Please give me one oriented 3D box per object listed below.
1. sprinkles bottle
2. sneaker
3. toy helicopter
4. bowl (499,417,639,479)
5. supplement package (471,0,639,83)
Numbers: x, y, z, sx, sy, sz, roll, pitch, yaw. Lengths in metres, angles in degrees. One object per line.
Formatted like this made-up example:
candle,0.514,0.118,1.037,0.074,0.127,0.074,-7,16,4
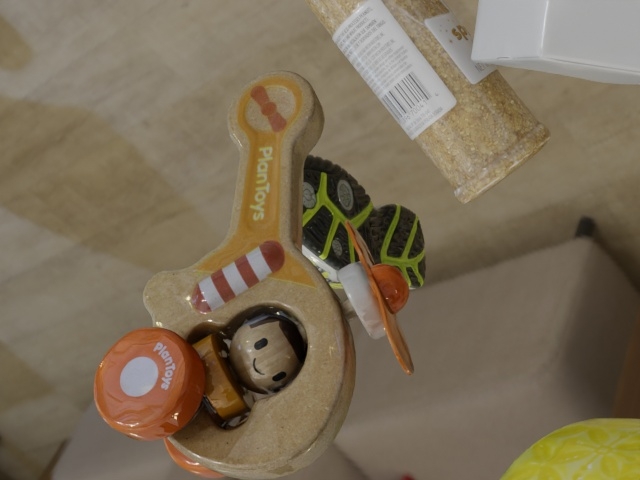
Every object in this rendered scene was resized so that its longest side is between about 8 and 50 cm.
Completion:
sprinkles bottle,0.085,-0.208,1.265,0.355,0.121,0.121,52,138,1
sneaker,0.000,0.000,1.545,0.147,0.145,0.385,-10,159,27
toy helicopter,-0.031,0.015,0.981,0.235,0.355,0.140,-7,152,21
bowl,0.224,0.234,0.661,0.289,0.289,0.156,46,146,-20
supplement package,0.262,-0.294,1.097,0.175,0.293,0.177,6,-174,-14
